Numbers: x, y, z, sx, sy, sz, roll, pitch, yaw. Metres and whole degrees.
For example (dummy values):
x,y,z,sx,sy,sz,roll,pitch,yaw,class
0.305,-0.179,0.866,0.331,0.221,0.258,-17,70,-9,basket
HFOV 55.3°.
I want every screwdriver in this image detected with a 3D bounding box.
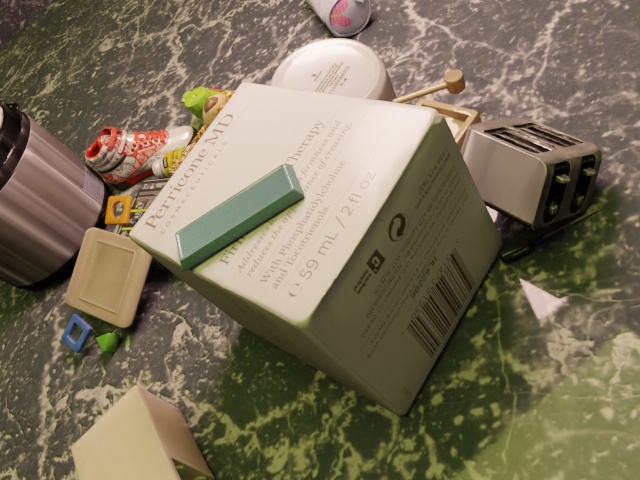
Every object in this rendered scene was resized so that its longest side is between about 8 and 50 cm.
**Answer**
x,y,z,sx,sy,sz,roll,pitch,yaw,class
0.357,-0.008,0.944,0.170,0.024,0.025,-23,78,8,screwdriver

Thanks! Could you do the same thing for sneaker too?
x,y,z,sx,sy,sz,roll,pitch,yaw,class
-0.451,-0.237,1.521,0.270,0.145,0.090,-27,48,13,sneaker

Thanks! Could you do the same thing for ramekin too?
x,y,z,sx,sy,sz,roll,pitch,yaw,class
0.020,-0.280,1.214,0.272,0.127,0.273,-7,57,11,ramekin

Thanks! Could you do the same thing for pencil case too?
x,y,z,sx,sy,sz,roll,pitch,yaw,class
0.030,-0.611,1.508,0.124,0.113,0.273,-48,43,25,pencil case

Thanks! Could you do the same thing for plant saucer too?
x,y,z,sx,sy,sz,roll,pitch,yaw,class
-0.113,-0.034,0.806,0.192,0.018,0.067,-31,48,9,plant saucer

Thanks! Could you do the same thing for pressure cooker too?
x,y,z,sx,sy,sz,roll,pitch,yaw,class
-0.768,-0.129,1.455,0.370,0.420,0.375,22,73,39,pressure cooker

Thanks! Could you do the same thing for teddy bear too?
x,y,z,sx,sy,sz,roll,pitch,yaw,class
-0.201,-0.200,1.203,0.245,0.113,0.338,-40,7,-8,teddy bear

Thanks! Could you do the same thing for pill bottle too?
x,y,z,sx,sy,sz,roll,pitch,yaw,class
-0.345,-0.185,1.473,0.116,0.065,0.065,-15,52,24,pill bottle

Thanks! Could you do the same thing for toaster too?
x,y,z,sx,sy,sz,roll,pitch,yaw,class
0.308,-0.108,0.932,0.168,0.110,0.185,-14,36,-38,toaster

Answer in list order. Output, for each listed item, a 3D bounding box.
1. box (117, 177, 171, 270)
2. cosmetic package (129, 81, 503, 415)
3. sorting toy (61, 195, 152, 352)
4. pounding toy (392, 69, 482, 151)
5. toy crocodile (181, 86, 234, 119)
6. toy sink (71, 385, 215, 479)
x,y,z,sx,sy,sz,roll,pitch,yaw,class
-0.326,-0.039,1.362,0.270,0.060,0.216,-1,59,32,box
0.000,0.000,0.947,0.393,0.327,0.329,20,71,41,cosmetic package
-0.443,0.076,1.306,0.196,0.047,0.348,14,86,30,sorting toy
0.213,-0.206,1.119,0.181,0.094,0.206,26,74,41,pounding toy
-0.222,-0.309,1.436,0.105,0.115,0.340,-52,39,-11,toy crocodile
-0.277,0.381,0.984,0.153,0.131,0.234,-45,42,-3,toy sink
